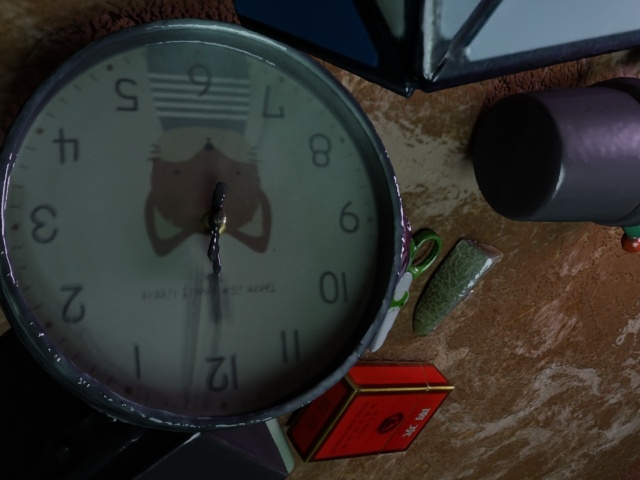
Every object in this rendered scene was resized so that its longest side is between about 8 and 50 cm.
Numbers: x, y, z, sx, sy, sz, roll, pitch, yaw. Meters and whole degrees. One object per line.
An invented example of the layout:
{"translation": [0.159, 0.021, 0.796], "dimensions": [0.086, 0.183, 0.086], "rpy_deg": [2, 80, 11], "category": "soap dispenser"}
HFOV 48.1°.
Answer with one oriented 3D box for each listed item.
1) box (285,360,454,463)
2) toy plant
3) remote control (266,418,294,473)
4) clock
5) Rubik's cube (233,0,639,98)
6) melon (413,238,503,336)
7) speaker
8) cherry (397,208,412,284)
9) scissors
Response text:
{"translation": [0.081, 0.263, 1.112], "dimensions": [0.240, 0.074, 0.153], "rpy_deg": [10, 116, -45], "category": "box"}
{"translation": [0.391, -0.122, 0.904], "dimensions": [0.400, 0.185, 0.279], "rpy_deg": [-6, 87, -28], "category": "toy plant"}
{"translation": [-0.096, 0.274, 1.016], "dimensions": [0.090, 0.038, 0.309], "rpy_deg": [-30, 141, -14], "category": "remote control"}
{"translation": [-0.085, -0.015, 0.558], "dimensions": [0.325, 0.325, 0.067], "rpy_deg": [-16, 177, -25], "category": "clock"}
{"translation": [0.086, -0.253, 0.458], "dimensions": [0.248, 0.250, 0.246], "rpy_deg": [-20, 123, -26], "category": "Rubik's cube"}
{"translation": [0.191, 0.079, 1.054], "dimensions": [0.182, 0.054, 0.098], "rpy_deg": [-52, 154, 16], "category": "melon"}
{"translation": [-0.208, 0.183, 0.696], "dimensions": [0.254, 0.232, 0.184], "rpy_deg": [-36, 140, 4], "category": "speaker"}
{"translation": [-0.005, 0.009, 0.727], "dimensions": [0.195, 0.195, 0.195], "rpy_deg": [-21, 137, -21], "category": "cherry"}
{"translation": [0.097, 0.074, 0.982], "dimensions": [0.101, 0.027, 0.204], "rpy_deg": [-4, 128, -33], "category": "scissors"}
